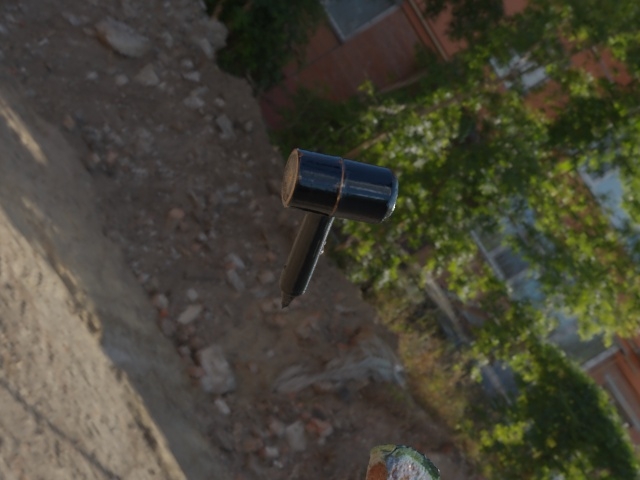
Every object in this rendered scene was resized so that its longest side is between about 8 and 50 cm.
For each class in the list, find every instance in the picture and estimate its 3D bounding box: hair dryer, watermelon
[{"bbox_3d":[0.000,0.000,1.609,0.107,0.189,0.352,-96,-159,-49],"label":"hair dryer"},{"bbox_3d":[0.076,0.317,1.054,0.071,0.139,0.187,17,-39,45],"label":"watermelon"}]
